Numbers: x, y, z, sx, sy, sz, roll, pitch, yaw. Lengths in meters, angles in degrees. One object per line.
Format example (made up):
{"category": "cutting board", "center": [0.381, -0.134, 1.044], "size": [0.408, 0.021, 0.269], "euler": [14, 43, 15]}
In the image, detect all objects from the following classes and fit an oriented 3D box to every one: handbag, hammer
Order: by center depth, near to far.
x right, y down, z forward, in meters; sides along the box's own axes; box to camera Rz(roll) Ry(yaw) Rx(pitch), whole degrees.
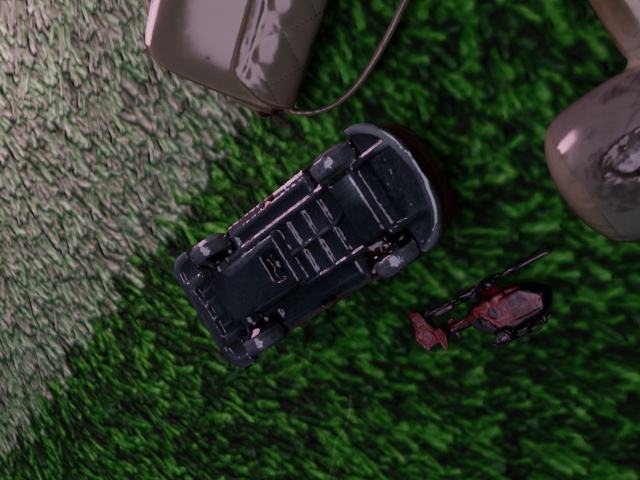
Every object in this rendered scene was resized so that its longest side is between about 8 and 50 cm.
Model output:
{"category": "hammer", "center": [0.192, -0.160, 0.406], "size": [0.202, 0.113, 0.305], "euler": [-33, 91, 29]}
{"category": "handbag", "center": [-0.026, -0.231, 0.546], "size": [0.219, 0.079, 0.256], "euler": [25, 115, 10]}

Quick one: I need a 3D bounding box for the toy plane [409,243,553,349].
{"category": "toy plane", "center": [0.142, 0.062, 0.550], "size": [0.145, 0.037, 0.060], "euler": [-31, 83, 31]}

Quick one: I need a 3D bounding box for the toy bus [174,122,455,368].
{"category": "toy bus", "center": [0.000, 0.000, 0.563], "size": [0.265, 0.120, 0.121], "euler": [-35, 85, 32]}
